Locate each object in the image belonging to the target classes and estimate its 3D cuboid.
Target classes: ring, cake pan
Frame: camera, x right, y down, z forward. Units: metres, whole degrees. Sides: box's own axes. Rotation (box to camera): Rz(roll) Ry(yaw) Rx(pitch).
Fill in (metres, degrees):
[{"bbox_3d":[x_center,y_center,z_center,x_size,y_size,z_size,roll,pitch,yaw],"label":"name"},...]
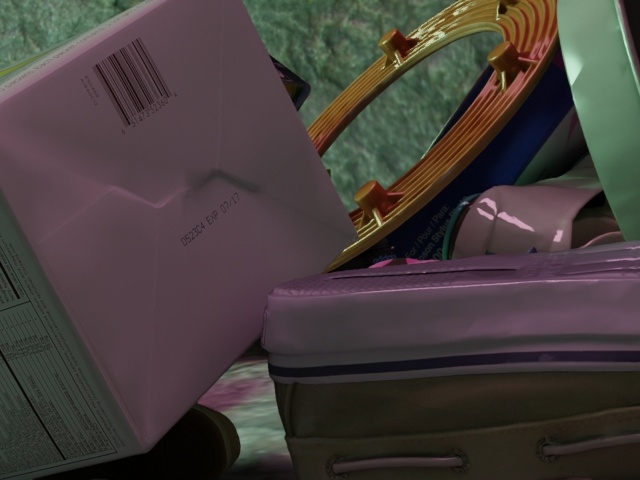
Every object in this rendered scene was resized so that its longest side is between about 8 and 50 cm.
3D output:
[{"bbox_3d":[0.052,-0.095,1.241,0.336,0.032,0.336,-38,19,16],"label":"ring"},{"bbox_3d":[0.243,-0.076,1.154,0.054,0.293,0.293,-19,-2,21],"label":"cake pan"}]

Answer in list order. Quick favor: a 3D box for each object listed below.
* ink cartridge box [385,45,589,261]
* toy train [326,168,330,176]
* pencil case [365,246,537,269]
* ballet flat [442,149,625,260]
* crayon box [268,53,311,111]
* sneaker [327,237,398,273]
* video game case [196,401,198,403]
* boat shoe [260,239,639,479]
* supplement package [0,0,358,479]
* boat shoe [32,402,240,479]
[{"bbox_3d":[0.203,-0.089,1.540,0.071,0.324,0.330,42,23,17],"label":"ink cartridge box"},{"bbox_3d":[0.000,0.000,1.402,0.248,0.143,0.105,-5,4,21],"label":"toy train"},{"bbox_3d":[0.080,0.051,0.861,0.098,0.095,0.209,-24,8,-22],"label":"pencil case"},{"bbox_3d":[0.261,-0.008,1.489,0.139,0.139,0.400,-3,8,35],"label":"ballet flat"},{"bbox_3d":[-0.146,-0.014,1.263,0.083,0.323,0.203,37,11,7],"label":"crayon box"},{"bbox_3d":[0.051,0.038,1.150,0.152,0.084,0.058,-2,4,44],"label":"sneaker"},{"bbox_3d":[-0.203,0.064,1.010,0.212,0.023,0.193,-7,28,-17],"label":"video game case"},{"bbox_3d":[0.124,0.052,0.630,0.302,0.094,0.109,-3,9,22],"label":"boat shoe"},{"bbox_3d":[-0.133,0.002,0.716,0.203,0.149,0.194,-17,16,35],"label":"supplement package"},{"bbox_3d":[-0.084,0.089,0.741,0.135,0.050,0.045,-3,9,40],"label":"boat shoe"}]
